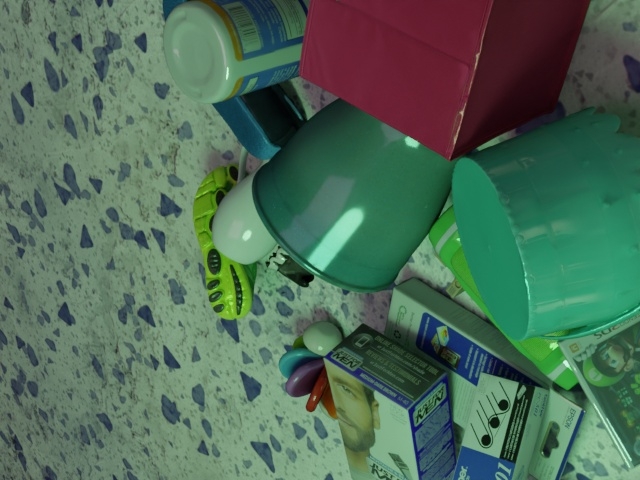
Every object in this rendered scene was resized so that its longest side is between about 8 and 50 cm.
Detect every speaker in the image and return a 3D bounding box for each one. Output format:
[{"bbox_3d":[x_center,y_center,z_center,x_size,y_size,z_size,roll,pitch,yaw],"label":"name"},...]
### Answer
[{"bbox_3d":[0.290,0.066,1.360,0.296,0.131,0.131,49,137,17],"label":"speaker"}]

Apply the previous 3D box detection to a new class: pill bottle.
[{"bbox_3d":[-0.091,-0.312,1.456,0.152,0.272,0.152,23,125,37],"label":"pill bottle"}]

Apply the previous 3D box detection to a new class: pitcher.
[{"bbox_3d":[-0.120,-0.078,1.708,0.207,0.125,0.178,-57,47,16],"label":"pitcher"}]

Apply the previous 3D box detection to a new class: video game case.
[{"bbox_3d":[0.433,0.176,1.250,0.190,0.173,0.022,61,-179,3],"label":"video game case"}]

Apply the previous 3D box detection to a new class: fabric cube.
[{"bbox_3d":[0.164,-0.293,1.213,0.258,0.254,0.259,34,130,29],"label":"fabric cube"}]

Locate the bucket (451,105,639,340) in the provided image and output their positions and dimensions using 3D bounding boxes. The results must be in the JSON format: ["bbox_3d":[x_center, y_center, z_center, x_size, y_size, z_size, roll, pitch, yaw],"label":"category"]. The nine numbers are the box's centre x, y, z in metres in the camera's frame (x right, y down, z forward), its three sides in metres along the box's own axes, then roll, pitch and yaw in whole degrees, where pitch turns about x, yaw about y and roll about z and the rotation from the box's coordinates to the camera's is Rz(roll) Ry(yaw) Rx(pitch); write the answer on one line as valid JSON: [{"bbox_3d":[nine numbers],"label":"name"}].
[{"bbox_3d":[0.291,-0.013,1.184,0.281,0.183,0.281,164,90,-84],"label":"bucket"}]

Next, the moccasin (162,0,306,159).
[{"bbox_3d":[-0.150,-0.299,1.654,0.342,0.117,0.138,59,152,-1],"label":"moccasin"}]

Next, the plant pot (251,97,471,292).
[{"bbox_3d":[0.078,-0.107,1.410,0.271,0.272,0.255,50,123,17],"label":"plant pot"}]

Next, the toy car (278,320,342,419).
[{"bbox_3d":[-0.002,0.253,1.754,0.182,0.136,0.159,41,135,25],"label":"toy car"}]

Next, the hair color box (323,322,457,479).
[{"bbox_3d":[0.126,0.320,1.609,0.185,0.110,0.338,27,142,38],"label":"hair color box"}]

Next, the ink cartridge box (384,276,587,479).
[{"bbox_3d":[0.255,0.222,1.522,0.371,0.069,0.175,34,131,34],"label":"ink cartridge box"}]

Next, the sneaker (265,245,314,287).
[{"bbox_3d":[0.000,0.000,1.676,0.106,0.078,0.234,41,128,2],"label":"sneaker"}]

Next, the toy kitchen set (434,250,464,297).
[{"bbox_3d":[0.196,0.040,1.488,0.083,0.068,0.075,49,137,18],"label":"toy kitchen set"}]

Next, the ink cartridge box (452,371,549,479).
[{"bbox_3d":[0.260,0.306,1.400,0.097,0.046,0.207,11,82,44],"label":"ink cartridge box"}]

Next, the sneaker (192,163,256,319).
[{"bbox_3d":[-0.181,0.003,1.828,0.110,0.123,0.295,-2,91,3],"label":"sneaker"}]
